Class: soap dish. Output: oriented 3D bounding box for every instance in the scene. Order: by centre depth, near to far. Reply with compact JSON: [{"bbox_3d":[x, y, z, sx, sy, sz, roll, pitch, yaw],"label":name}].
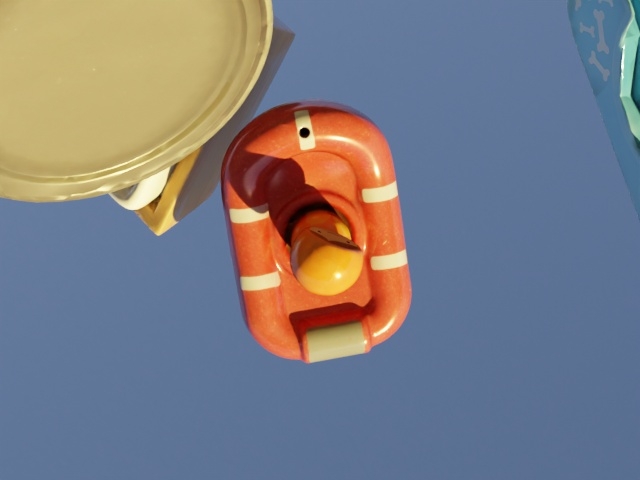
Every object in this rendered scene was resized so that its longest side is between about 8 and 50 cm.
[{"bbox_3d":[-0.168,-0.182,1.331,0.291,0.118,0.229,45,-59,29],"label":"soap dish"}]

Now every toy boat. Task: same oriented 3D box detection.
[{"bbox_3d":[0.000,0.000,1.202,0.151,0.151,0.231,-10,-74,-4],"label":"toy boat"}]

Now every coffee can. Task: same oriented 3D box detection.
[{"bbox_3d":[-0.173,-0.189,0.849,0.201,0.201,0.275,-28,-123,-2],"label":"coffee can"}]

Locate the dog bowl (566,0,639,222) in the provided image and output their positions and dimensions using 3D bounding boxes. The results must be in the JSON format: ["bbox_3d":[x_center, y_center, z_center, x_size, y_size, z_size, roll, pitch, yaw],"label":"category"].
[{"bbox_3d":[0.250,-0.086,0.895,0.166,0.074,0.297,-14,-99,-31],"label":"dog bowl"}]
